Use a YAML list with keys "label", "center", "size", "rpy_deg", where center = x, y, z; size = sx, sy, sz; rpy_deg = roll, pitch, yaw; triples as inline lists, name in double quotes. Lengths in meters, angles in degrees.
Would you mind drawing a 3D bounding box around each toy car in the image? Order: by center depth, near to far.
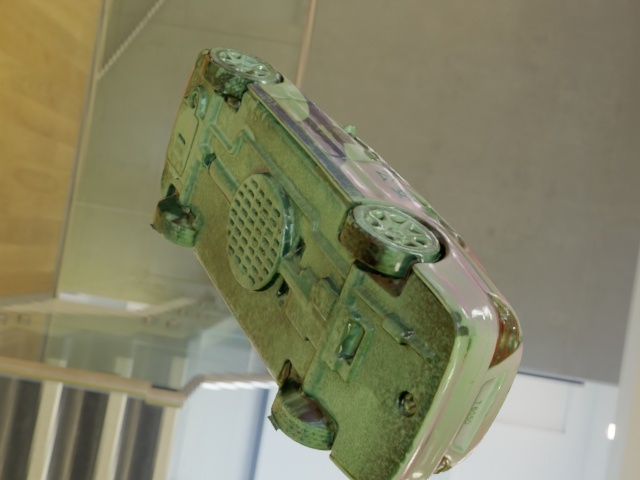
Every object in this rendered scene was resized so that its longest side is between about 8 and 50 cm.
- label: "toy car"
  center: [0.000, 0.000, 0.420]
  size: [0.224, 0.076, 0.090]
  rpy_deg: [51, -51, 45]
